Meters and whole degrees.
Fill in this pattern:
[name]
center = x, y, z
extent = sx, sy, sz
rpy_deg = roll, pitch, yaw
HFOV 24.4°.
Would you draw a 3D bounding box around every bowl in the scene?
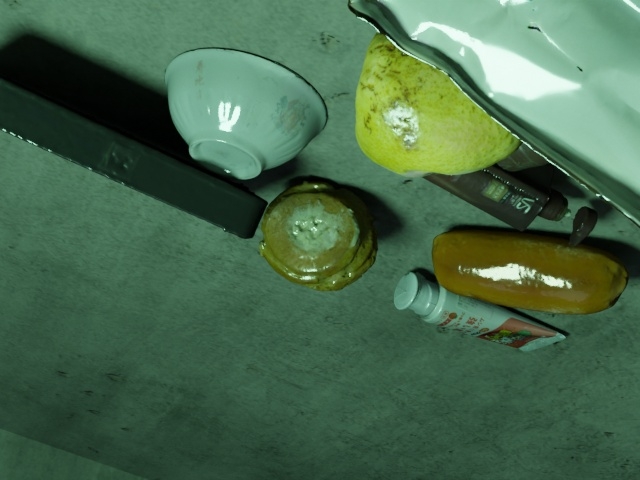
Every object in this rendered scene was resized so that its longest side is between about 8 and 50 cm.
[bowl]
center = -0.094, -0.122, 1.622
extent = 0.189, 0.086, 0.189
rpy_deg = 14, 155, 7

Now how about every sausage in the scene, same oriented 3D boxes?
[sausage]
center = 0.244, 0.037, 1.742
extent = 0.238, 0.098, 0.098
rpy_deg = 6, 153, 23

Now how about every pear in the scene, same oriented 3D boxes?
[pear]
center = 0.116, -0.131, 1.383
extent = 0.178, 0.178, 0.178
rpy_deg = 13, 155, 6

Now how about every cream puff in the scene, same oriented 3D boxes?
[cream puff]
center = 0.002, -0.002, 1.768
extent = 0.144, 0.126, 0.103
rpy_deg = 16, 172, 22

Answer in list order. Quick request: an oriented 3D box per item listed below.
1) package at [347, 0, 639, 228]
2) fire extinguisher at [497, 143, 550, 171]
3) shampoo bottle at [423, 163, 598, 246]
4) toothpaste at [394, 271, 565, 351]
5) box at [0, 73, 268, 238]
[package]
center = 0.215, -0.180, 1.098
extent = 0.311, 0.221, 0.165
rpy_deg = 40, 136, 5
[fire extinguisher]
center = 0.288, -0.124, 1.414
extent = 0.267, 0.072, 0.089
rpy_deg = -11, 179, 44
[shampoo bottle]
center = 0.191, -0.062, 1.593
extent = 0.236, 0.067, 0.068
rpy_deg = 23, 145, -15
[toothpaste]
center = 0.206, 0.100, 1.948
extent = 0.234, 0.057, 0.089
rpy_deg = 20, 155, -26
[box]
center = -0.237, -0.102, 1.685
extent = 0.350, 0.058, 0.211
rpy_deg = 24, -179, -15
